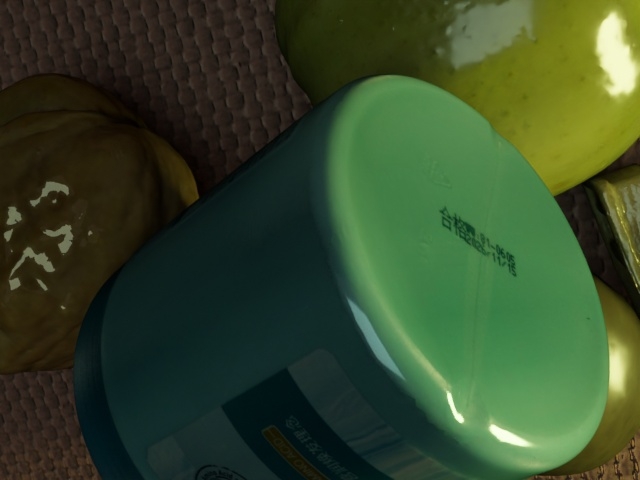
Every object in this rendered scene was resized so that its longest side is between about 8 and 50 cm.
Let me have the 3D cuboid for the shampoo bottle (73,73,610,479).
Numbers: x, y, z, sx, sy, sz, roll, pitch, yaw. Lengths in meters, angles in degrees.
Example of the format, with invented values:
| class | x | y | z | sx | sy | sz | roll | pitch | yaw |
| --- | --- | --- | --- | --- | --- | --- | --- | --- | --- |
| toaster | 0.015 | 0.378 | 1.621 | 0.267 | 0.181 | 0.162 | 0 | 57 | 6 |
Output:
| class | x | y | z | sx | sy | sz | roll | pitch | yaw |
| --- | --- | --- | --- | --- | --- | --- | --- | --- | --- |
| shampoo bottle | 0.015 | 0.078 | 0.710 | 0.342 | 0.331 | 0.331 | -34 | 94 | 38 |

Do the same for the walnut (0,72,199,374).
| class | x | y | z | sx | sy | sz | roll | pitch | yaw |
| --- | --- | --- | --- | --- | --- | --- | --- | --- | --- |
| walnut | -0.309 | -0.006 | 0.932 | 0.306 | 0.306 | 0.344 | 36 | 106 | 3 |

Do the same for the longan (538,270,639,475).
| class | x | y | z | sx | sy | sz | roll | pitch | yaw |
| --- | --- | --- | --- | --- | --- | --- | --- | --- | --- |
| longan | 0.236 | 0.144 | 0.879 | 0.248 | 0.248 | 0.248 | 3 | 105 | 13 |

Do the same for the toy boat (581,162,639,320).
| class | x | y | z | sx | sy | sz | roll | pitch | yaw |
| --- | --- | --- | --- | --- | --- | --- | --- | --- | --- |
| toy boat | 0.344 | 0.010 | 0.873 | 0.061 | 0.116 | 0.188 | -22 | 97 | 11 |

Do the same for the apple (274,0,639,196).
| class | x | y | z | sx | sy | sz | roll | pitch | yaw |
| --- | --- | --- | --- | --- | --- | --- | --- | --- | --- |
| apple | 0.144 | -0.191 | 0.832 | 0.360 | 0.311 | 0.320 | -22 | 70 | 21 |
